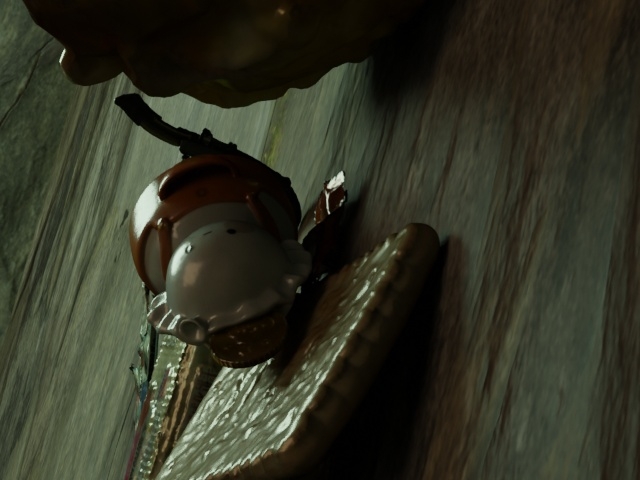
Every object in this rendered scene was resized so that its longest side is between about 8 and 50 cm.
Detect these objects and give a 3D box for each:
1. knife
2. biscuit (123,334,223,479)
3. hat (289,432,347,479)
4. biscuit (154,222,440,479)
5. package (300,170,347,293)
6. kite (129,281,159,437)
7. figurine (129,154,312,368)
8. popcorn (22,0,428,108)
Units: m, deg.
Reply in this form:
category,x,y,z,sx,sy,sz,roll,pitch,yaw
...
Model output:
category,x,y,z,sx,sy,sz,roll,pitch,yaw
knife,-0.088,-0.073,1.533,0.045,0.222,0.021,-49,33,6
biscuit,-0.125,0.189,1.584,0.186,0.079,0.309,172,114,-77
hat,-0.024,0.209,1.287,0.146,0.067,0.146,-34,-1,-1
biscuit,-0.027,0.111,1.322,0.217,0.044,0.325,-61,13,-27
package,0.001,0.001,1.462,0.077,0.033,0.111,94,-171,-58
kite,-0.184,0.143,1.813,0.406,0.014,0.368,118,152,-71
figurine,-0.077,0.024,1.403,0.143,0.143,0.271,-61,34,33
popcorn,-0.089,-0.285,1.434,0.344,0.354,0.390,-26,-5,18
